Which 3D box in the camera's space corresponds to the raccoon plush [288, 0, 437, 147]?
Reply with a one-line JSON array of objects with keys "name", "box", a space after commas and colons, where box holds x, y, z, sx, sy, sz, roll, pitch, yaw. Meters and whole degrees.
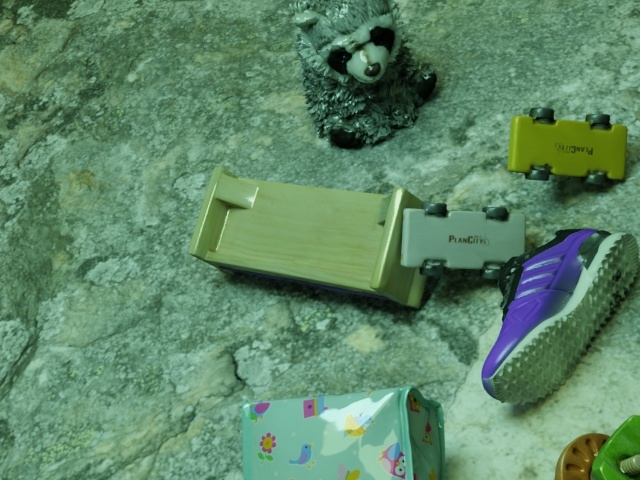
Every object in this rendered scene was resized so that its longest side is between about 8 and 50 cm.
[{"name": "raccoon plush", "box": [-0.001, -0.350, 1.888, 0.216, 0.299, 0.446, -40, 43, -14]}]

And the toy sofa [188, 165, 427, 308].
[{"name": "toy sofa", "box": [0.000, 0.000, 1.676, 0.362, 0.177, 0.150, 9, 77, 34]}]

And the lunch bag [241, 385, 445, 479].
[{"name": "lunch bag", "box": [0.032, 0.315, 1.305, 0.223, 0.160, 0.262, -9, 72, 19]}]

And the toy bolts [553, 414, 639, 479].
[{"name": "toy bolts", "box": [0.312, 0.339, 1.197, 0.218, 0.158, 0.228, 44, 59, 6]}]

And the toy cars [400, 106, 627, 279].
[{"name": "toy cars", "box": [0.264, -0.067, 1.585, 0.393, 0.176, 0.087, -40, 15, -14]}]

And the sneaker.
[{"name": "sneaker", "box": [0.281, 0.089, 1.461, 0.146, 0.102, 0.293, 20, 55, 44]}]
